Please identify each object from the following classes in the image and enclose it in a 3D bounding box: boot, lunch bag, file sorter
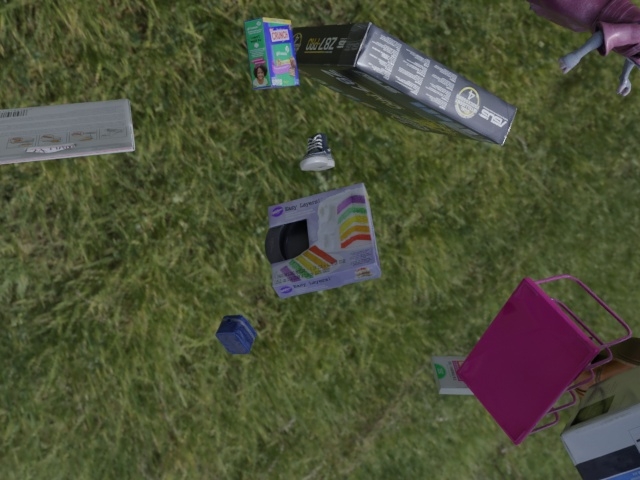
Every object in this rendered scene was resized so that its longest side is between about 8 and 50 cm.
[{"bbox_3d":[-0.015,-0.216,1.806,0.069,0.086,0.190,-13,180,10],"label":"boot"},{"bbox_3d":[0.793,0.371,1.978,0.109,0.283,0.220,-46,126,-45],"label":"boot"},{"bbox_3d":[-0.202,0.219,1.797,0.067,0.065,0.098,-5,134,28],"label":"lunch bag"},{"bbox_3d":[0.472,0.241,1.576,0.182,0.202,0.291,-6,135,-39],"label":"file sorter"}]

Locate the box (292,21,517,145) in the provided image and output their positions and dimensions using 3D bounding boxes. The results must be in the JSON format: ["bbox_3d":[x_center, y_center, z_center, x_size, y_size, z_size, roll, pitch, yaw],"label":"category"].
[{"bbox_3d":[0.156,-0.321,1.544,0.395,0.318,0.097,20,91,-32],"label":"box"}]

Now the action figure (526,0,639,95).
[{"bbox_3d":[0.606,-0.459,1.543,0.248,0.370,0.276,-9,136,-53],"label":"action figure"}]

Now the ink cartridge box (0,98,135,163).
[{"bbox_3d":[-0.513,-0.189,1.453,0.296,0.261,0.066,-8,123,-12],"label":"ink cartridge box"}]

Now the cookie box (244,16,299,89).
[{"bbox_3d":[-0.078,-0.301,1.210,0.092,0.040,0.107,-24,109,-60],"label":"cookie box"}]

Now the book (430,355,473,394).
[{"bbox_3d":[0.330,0.305,1.710,0.144,0.096,0.035,1,129,-9],"label":"book"}]

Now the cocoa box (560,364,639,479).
[{"bbox_3d":[0.618,0.367,1.366,0.231,0.228,0.347,-31,170,26],"label":"cocoa box"}]

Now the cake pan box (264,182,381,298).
[{"bbox_3d":[0.000,0.000,1.815,0.267,0.246,0.070,-13,143,12],"label":"cake pan box"}]
